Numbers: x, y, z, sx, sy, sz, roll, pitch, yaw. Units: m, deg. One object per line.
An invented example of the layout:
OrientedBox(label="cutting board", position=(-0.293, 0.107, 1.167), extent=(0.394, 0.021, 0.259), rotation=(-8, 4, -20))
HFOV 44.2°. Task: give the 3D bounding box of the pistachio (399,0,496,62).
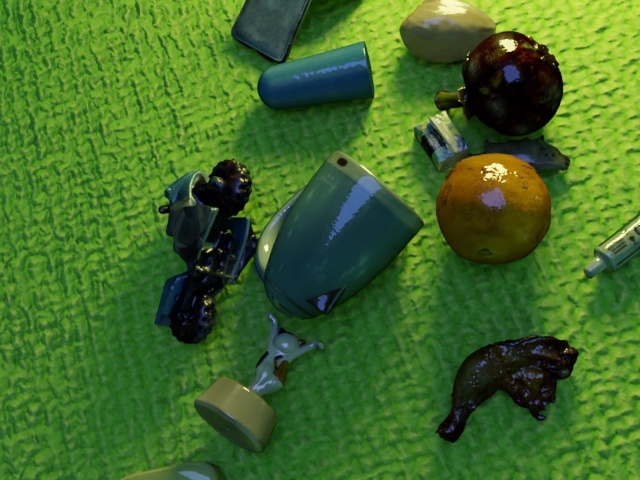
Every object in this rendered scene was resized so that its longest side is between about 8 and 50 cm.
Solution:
OrientedBox(label="pistachio", position=(0.297, -0.496, 1.848), extent=(0.223, 0.126, 0.152), rotation=(-2, 106, 4))

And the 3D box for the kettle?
OrientedBox(label="kettle", position=(0.000, 0.000, 1.700), extent=(0.342, 0.247, 0.319), rotation=(-50, 41, 1))

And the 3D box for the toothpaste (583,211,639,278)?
OrientedBox(label="toothpaste", position=(0.710, -0.044, 1.668), extent=(0.392, 0.061, 0.099), rotation=(-36, 70, -6))

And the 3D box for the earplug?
OrientedBox(label="earplug", position=(-0.017, -0.377, 1.860), extent=(0.273, 0.132, 0.132), rotation=(-10, 71, 10))

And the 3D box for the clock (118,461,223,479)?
OrientedBox(label="clock", position=(-0.298, 0.616, 1.598), extent=(0.235, 0.096, 0.308), rotation=(-12, 71, 4))

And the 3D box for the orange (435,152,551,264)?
OrientedBox(label="orange", position=(0.359, -0.065, 1.639), extent=(0.240, 0.240, 0.240), rotation=(-3, 72, 8))

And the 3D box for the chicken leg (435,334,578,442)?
OrientedBox(label="chicken leg", position=(0.374, 0.293, 1.607), extent=(0.322, 0.083, 0.177), rotation=(-15, 85, 1))

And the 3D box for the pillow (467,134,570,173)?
OrientedBox(label="pillow", position=(0.432, -0.188, 1.761), extent=(0.241, 0.051, 0.093), rotation=(-5, 77, 9))

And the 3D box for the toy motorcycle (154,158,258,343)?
OrientedBox(label="toy motorcycle", position=(-0.274, 0.013, 1.755), extent=(0.232, 0.172, 0.416), rotation=(15, 91, 41))

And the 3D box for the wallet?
OrientedBox(label="wallet", position=(-0.115, -0.560, 1.926), extent=(0.167, 0.036, 0.222), rotation=(31, 109, 17))

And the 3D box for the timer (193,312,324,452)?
OrientedBox(label="timer", position=(-0.120, 0.290, 1.663), extent=(0.175, 0.175, 0.266), rotation=(29, 63, 16))

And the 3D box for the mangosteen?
OrientedBox(label="mangosteen", position=(0.391, -0.331, 1.749), extent=(0.289, 0.231, 0.231), rotation=(-22, 65, 41))

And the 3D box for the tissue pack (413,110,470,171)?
OrientedBox(label="tissue pack", position=(0.274, -0.230, 1.785), extent=(0.085, 0.079, 0.111), rotation=(-29, 70, -2))
